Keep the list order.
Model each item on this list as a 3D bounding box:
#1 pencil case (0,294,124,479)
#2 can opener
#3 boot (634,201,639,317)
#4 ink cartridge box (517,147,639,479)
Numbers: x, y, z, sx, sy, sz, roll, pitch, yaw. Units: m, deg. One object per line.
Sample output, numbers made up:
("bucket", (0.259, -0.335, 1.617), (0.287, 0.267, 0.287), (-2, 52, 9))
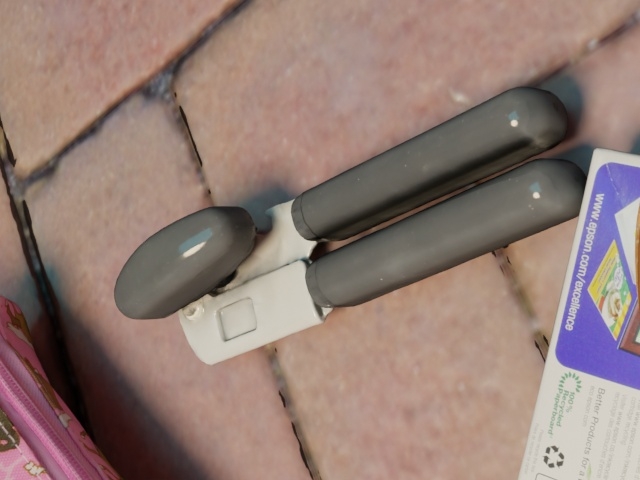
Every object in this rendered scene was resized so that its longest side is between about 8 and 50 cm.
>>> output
("pencil case", (-0.158, 0.196, 0.666), (0.160, 0.167, 0.386), (-41, 59, -10))
("can opener", (0.000, 0.000, 0.597), (0.283, 0.095, 0.076), (-25, 72, 39))
("boot", (0.128, 0.092, 0.360), (0.109, 0.220, 0.283), (-7, 83, 36))
("ink cartridge box", (0.195, 0.080, 0.476), (0.208, 0.045, 0.206), (16, 97, 37))
